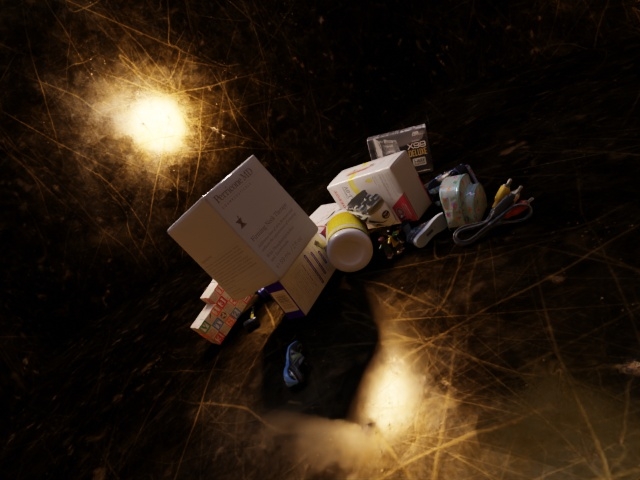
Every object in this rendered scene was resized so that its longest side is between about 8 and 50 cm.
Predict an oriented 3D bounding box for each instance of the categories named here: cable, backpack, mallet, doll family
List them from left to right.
[{"bbox_3d":[-0.308,0.336,1.819,0.063,0.039,0.190,-31,16,-6],"label":"mallet"},{"bbox_3d":[0.302,-0.022,1.637,0.076,0.111,0.193,-10,29,47],"label":"doll family"},{"bbox_3d":[0.539,-0.213,1.694,0.117,0.158,0.173,-37,7,-37],"label":"backpack"},{"bbox_3d":[0.514,-0.146,1.505,0.145,0.188,0.166,-12,28,44],"label":"backpack"},{"bbox_3d":[0.591,-0.068,1.402,0.287,0.139,0.072,-47,-20,13],"label":"cable"}]

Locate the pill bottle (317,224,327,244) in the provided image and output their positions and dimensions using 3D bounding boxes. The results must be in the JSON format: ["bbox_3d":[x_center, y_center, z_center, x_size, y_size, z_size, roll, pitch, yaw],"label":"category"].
[{"bbox_3d":[-0.015,0.011,1.961,0.121,0.121,0.221,-25,10,20],"label":"pill bottle"}]

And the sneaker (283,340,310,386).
[{"bbox_3d":[-0.071,0.391,1.314,0.078,0.066,0.188,-8,21,4],"label":"sneaker"}]

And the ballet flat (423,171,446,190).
[{"bbox_3d":[0.500,-0.237,1.947,0.250,0.058,0.084,-31,5,13],"label":"ballet flat"}]

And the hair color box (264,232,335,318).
[{"bbox_3d":[-0.071,0.138,1.705,0.110,0.185,0.338,-18,23,40],"label":"hair color box"}]

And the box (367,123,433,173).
[{"bbox_3d":[0.425,-0.460,2.198,0.308,0.242,0.076,-9,26,17],"label":"box"}]

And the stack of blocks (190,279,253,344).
[{"bbox_3d":[-0.441,0.287,1.840,0.087,0.171,0.297,-9,43,51],"label":"stack of blocks"}]

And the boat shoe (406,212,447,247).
[{"bbox_3d":[0.413,-0.050,1.598,0.183,0.065,0.083,-40,21,-8],"label":"boat shoe"}]

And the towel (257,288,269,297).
[{"bbox_3d":[-0.194,0.154,2.025,0.308,0.076,0.228,-38,24,-11],"label":"towel"}]

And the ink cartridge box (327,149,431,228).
[{"bbox_3d":[0.263,-0.212,1.903,0.385,0.279,0.160,-10,30,48],"label":"ink cartridge box"}]

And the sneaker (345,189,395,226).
[{"bbox_3d":[0.207,-0.119,1.721,0.122,0.146,0.330,-46,18,2],"label":"sneaker"}]

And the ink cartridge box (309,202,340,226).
[{"bbox_3d":[0.014,-0.110,2.336,0.261,0.066,0.296,-6,33,50],"label":"ink cartridge box"}]

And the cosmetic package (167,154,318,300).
[{"bbox_3d":[-0.296,-0.039,1.617,0.328,0.393,0.329,-29,18,44],"label":"cosmetic package"}]

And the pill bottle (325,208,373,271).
[{"bbox_3d":[0.117,-0.016,1.785,0.188,0.187,0.333,-28,21,12],"label":"pill bottle"}]
